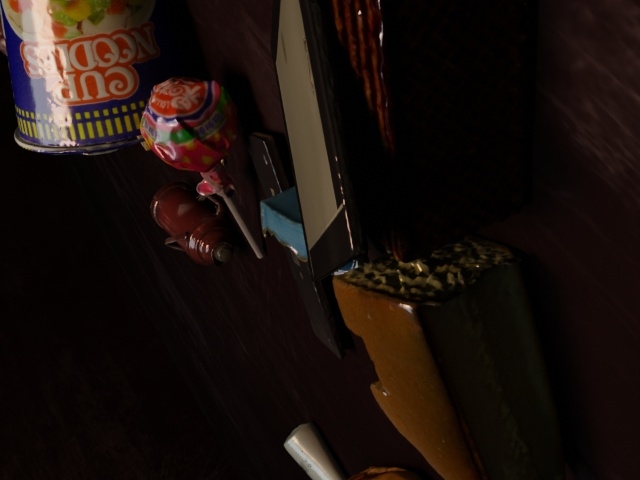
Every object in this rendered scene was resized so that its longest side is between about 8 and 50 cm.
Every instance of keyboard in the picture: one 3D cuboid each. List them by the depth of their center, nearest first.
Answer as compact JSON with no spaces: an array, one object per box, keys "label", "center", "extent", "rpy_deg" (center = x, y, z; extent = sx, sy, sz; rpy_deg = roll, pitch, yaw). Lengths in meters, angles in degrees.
[{"label":"keyboard","center":[-0.026,0.006,1.018],"extent":[0.106,0.027,0.317],"rpy_deg":[31,143,63]}]

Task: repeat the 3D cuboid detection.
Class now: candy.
[{"label":"candy","center":[-0.134,-0.080,1.078],"extent":[0.124,0.124,0.365],"rpy_deg":[50,171,35]}]

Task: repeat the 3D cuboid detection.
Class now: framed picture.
[{"label":"framed picture","center":[-0.012,-0.101,0.646],"extent":[0.347,0.016,0.265],"rpy_deg":[121,140,-82]}]

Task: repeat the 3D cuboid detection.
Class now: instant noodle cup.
[{"label":"instant noodle cup","center":[-0.318,-0.311,1.059],"extent":[0.284,0.284,0.312],"rpy_deg":[37,140,52]}]

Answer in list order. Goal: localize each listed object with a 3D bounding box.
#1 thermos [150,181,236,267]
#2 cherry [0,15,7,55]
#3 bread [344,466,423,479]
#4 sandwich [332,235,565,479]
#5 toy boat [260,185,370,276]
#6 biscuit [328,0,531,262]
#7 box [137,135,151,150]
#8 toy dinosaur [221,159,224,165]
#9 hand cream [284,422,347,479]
[{"label":"thermos","center":[-0.212,-0.025,1.363],"extent":[0.232,0.099,0.124],"rpy_deg":[36,109,51]},{"label":"cherry","center":[-0.440,-0.393,1.246],"extent":[0.255,0.218,0.296],"rpy_deg":[54,-157,-41]},{"label":"bread","center":[0.082,0.412,1.090],"extent":[0.167,0.132,0.294],"rpy_deg":[61,161,11]},{"label":"sandwich","center":[0.118,0.116,0.642],"extent":[0.128,0.122,0.235],"rpy_deg":[21,134,60]},{"label":"toy boat","center":[0.000,0.000,0.867],"extent":[0.185,0.075,0.077],"rpy_deg":[27,137,52]},{"label":"biscuit","center":[0.062,-0.163,0.457],"extent":[0.073,0.107,0.388],"rpy_deg":[48,156,47]},{"label":"box","center":[-0.372,-0.257,1.580],"extent":[0.073,0.020,0.149],"rpy_deg":[52,157,32]},{"label":"toy dinosaur","center":[-0.206,-0.153,1.260],"extent":[0.180,0.037,0.058],"rpy_deg":[25,132,60]},{"label":"hand cream","center":[0.044,0.468,1.385],"extent":[0.320,0.067,0.109],"rpy_deg":[54,157,14]}]
